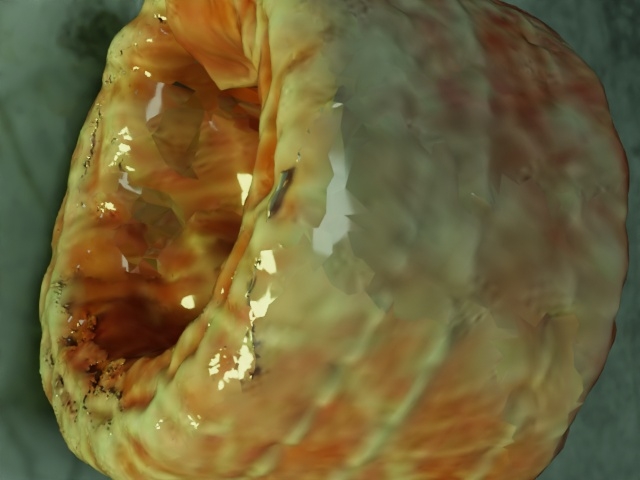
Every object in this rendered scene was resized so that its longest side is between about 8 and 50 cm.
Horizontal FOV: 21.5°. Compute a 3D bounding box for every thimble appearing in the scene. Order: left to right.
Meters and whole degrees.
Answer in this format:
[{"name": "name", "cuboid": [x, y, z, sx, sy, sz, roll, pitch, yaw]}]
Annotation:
[{"name": "thimble", "cuboid": [0.000, 0.000, 0.661, 0.162, 0.239, 0.239, 15, 79, -27]}]
